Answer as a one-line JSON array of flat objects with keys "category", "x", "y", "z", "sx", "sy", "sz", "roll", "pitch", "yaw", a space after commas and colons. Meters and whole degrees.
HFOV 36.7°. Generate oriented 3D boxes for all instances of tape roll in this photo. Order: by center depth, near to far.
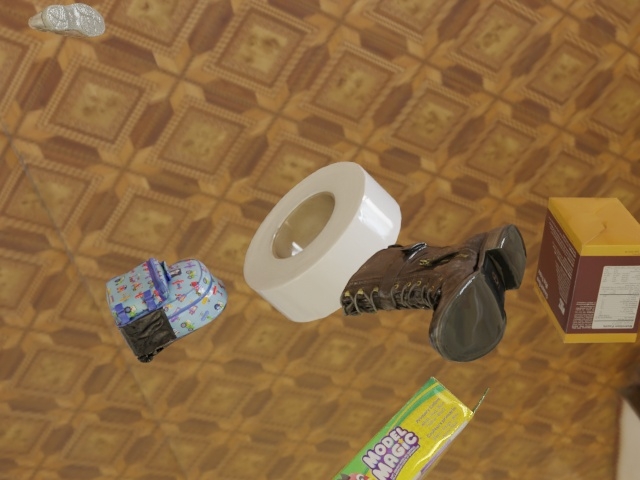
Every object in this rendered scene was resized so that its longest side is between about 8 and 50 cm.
[{"category": "tape roll", "x": 0.000, "y": 0.000, "z": 1.675, "sx": 0.286, "sy": 0.286, "sz": 0.100, "roll": -41, "pitch": 118, "yaw": 14}]

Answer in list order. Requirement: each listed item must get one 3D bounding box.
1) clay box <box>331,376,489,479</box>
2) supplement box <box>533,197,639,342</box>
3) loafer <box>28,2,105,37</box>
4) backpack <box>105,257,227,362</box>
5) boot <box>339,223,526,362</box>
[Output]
[{"category": "clay box", "x": 0.048, "y": 0.206, "z": 0.818, "sx": 0.222, "sy": 0.053, "sz": 0.127, "roll": -41, "pitch": 162, "yaw": -30}, {"category": "supplement box", "x": 0.475, "y": 0.050, "z": 1.698, "sx": 0.129, "sy": 0.191, "sz": 0.194, "roll": 0, "pitch": 117, "yaw": -5}, {"category": "loafer", "x": -0.343, "y": -0.297, "z": 1.307, "sx": 0.039, "sy": 0.045, "sz": 0.125, "roll": -7, "pitch": -176, "yaw": 24}, {"category": "backpack", "x": -0.245, "y": 0.093, "z": 1.565, "sx": 0.173, "sy": 0.158, "sz": 0.116, "roll": -26, "pitch": 118, "yaw": 0}, {"category": "boot", "x": 0.121, "y": 0.072, "z": 1.202, "sx": 0.229, "sy": 0.263, "sz": 0.091, "roll": -11, "pitch": 113, "yaw": 35}]
